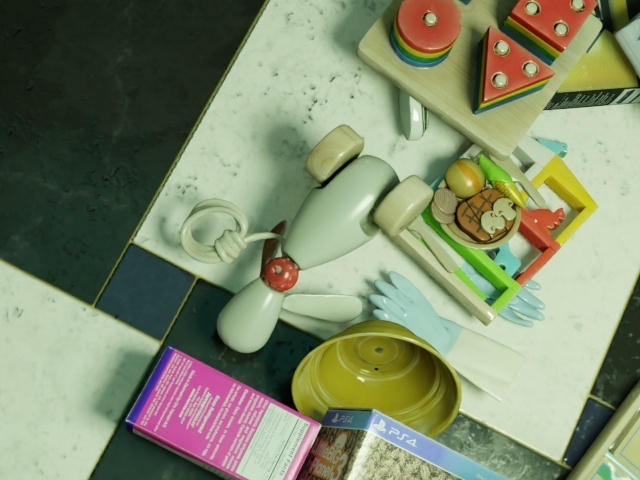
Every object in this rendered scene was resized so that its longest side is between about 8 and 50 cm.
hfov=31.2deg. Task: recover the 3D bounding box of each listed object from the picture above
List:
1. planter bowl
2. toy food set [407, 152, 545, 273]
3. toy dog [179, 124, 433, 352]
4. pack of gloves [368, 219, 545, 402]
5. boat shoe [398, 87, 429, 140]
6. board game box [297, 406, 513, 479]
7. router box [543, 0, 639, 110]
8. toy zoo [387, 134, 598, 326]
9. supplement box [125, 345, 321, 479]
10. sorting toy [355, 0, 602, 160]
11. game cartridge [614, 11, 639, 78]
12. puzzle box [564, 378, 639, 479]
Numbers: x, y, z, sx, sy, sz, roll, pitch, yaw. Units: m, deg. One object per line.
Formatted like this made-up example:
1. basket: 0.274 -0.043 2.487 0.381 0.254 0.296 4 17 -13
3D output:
1. planter bowl: 0.074 0.169 1.488 0.217 0.217 0.090 13 40 -5
2. toy food set: 0.214 -0.051 1.562 0.192 0.038 0.132 -36 79 -21
3. toy dog: 0.000 0.000 1.521 0.334 0.161 0.220 -29 77 12
4. pack of gloves: 0.187 0.089 1.582 0.232 0.046 0.195 34 59 3
5. boat shoe: 0.151 -0.246 1.635 0.070 0.078 0.219 4 74 -6
6. board game box: 0.075 0.384 1.403 0.232 0.141 0.291 29 73 -17
7. router box: 0.362 -0.350 1.689 0.243 0.081 0.309 -6 77 -10
8. toy zoo: 0.257 -0.044 1.607 0.192 0.030 0.293 44 68 8
9. supplement box: -0.124 0.238 1.455 0.220 0.111 0.114 29 73 -1
10. sorting toy: 0.227 -0.289 1.567 0.257 0.089 0.255 37 74 3
11. game cartridge: 0.556 -0.280 1.658 0.294 0.060 0.196 -37 93 -35
12. puzzle box: 0.518 0.414 1.536 0.409 0.052 0.272 40 75 3
